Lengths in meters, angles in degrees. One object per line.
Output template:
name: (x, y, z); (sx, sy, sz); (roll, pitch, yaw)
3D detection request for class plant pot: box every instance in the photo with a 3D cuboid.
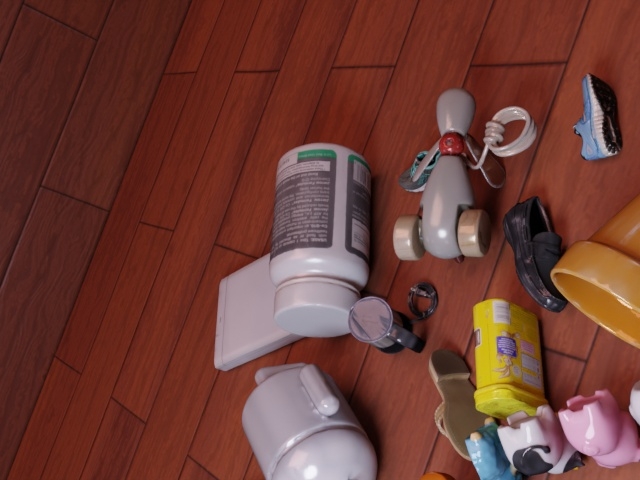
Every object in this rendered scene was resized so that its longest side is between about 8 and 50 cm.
plant pot: (0.458, 0.029, 1.267); (0.188, 0.205, 0.205); (-53, 34, -6)

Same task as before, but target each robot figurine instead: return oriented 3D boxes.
robot figurine: (-0.021, 0.373, 1.686); (0.353, 0.199, 0.300); (-125, 34, -51)

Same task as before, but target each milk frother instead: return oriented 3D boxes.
milk frother: (0.137, 0.130, 1.671); (0.129, 0.135, 0.143); (7, 77, 23)

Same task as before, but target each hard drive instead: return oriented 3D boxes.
hard drive: (-0.119, 0.141, 2.086); (0.353, 0.047, 0.233); (-28, 51, 42)

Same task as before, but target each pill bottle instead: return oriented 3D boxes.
pill bottle: (0.000, 0.000, 1.869); (0.204, 0.204, 0.361); (-26, 51, 44)

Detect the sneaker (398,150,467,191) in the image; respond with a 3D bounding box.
sneaker: (0.205, -0.147, 1.790); (0.166, 0.076, 0.065); (-23, 53, 45)

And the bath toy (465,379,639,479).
bath toy: (0.380, 0.277, 1.275); (0.348, 0.151, 0.129); (-26, 86, 39)

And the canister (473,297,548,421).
canister: (0.296, 0.188, 1.436); (0.073, 0.126, 0.170); (-29, 47, 42)

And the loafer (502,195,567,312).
loafer: (0.358, 0.018, 1.491); (0.078, 0.076, 0.223); (-50, 33, 35)

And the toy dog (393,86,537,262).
toy dog: (0.248, -0.091, 1.646); (0.220, 0.161, 0.334); (23, 79, 29)

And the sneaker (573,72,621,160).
sneaker: (0.446, -0.205, 1.516); (0.073, 0.063, 0.162); (-29, 49, 46)

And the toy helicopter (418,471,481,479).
toy helicopter: (0.245, 0.511, 1.314); (0.355, 0.140, 0.235); (32, 100, 53)

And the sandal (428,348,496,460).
sandal: (0.230, 0.293, 1.530); (0.240, 0.088, 0.079); (-104, 17, -50)

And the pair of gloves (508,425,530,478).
pair of gloves: (0.314, 0.329, 1.432); (0.083, 0.010, 0.074); (26, 91, 53)
